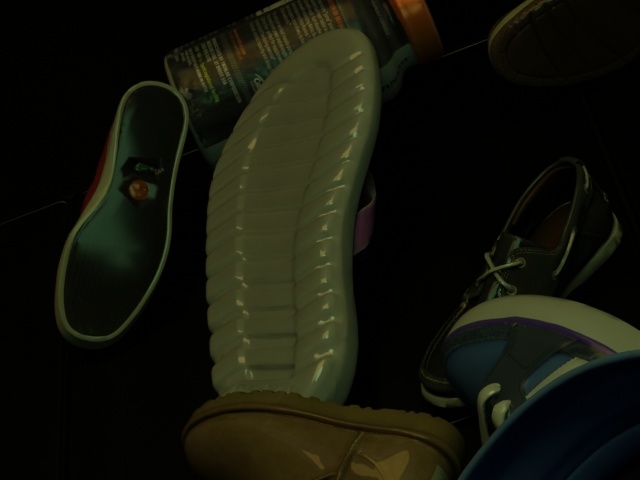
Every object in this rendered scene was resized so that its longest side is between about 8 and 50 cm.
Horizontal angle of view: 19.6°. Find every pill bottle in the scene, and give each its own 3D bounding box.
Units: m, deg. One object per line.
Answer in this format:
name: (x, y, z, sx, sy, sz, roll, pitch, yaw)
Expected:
pill bottle: (-0.011, -0.164, 1.722, 0.245, 0.130, 0.130, -24, 35, 3)

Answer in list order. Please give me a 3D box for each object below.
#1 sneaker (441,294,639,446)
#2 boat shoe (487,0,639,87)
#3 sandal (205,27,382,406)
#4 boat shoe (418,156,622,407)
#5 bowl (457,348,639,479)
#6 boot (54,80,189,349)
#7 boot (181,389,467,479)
sneaker: (0.147, 0.170, 1.183, 0.322, 0.130, 0.236, 22, 52, 40)
boat shoe: (0.266, -0.211, 1.660, 0.257, 0.095, 0.095, -21, 21, -3)
sandal: (-0.013, 0.004, 1.541, 0.169, 0.102, 0.416, -18, 47, 32)
boat shoe: (0.144, 0.031, 1.418, 0.084, 0.079, 0.233, 15, 53, 41)
bowl: (0.168, 0.252, 0.921, 0.391, 0.077, 0.391, -32, 51, 51)
boot: (-0.184, -0.008, 1.683, 0.176, 0.088, 0.244, 136, 150, -72)
boot: (-0.037, 0.228, 1.264, 0.236, 0.089, 0.269, -3, 42, 30)
